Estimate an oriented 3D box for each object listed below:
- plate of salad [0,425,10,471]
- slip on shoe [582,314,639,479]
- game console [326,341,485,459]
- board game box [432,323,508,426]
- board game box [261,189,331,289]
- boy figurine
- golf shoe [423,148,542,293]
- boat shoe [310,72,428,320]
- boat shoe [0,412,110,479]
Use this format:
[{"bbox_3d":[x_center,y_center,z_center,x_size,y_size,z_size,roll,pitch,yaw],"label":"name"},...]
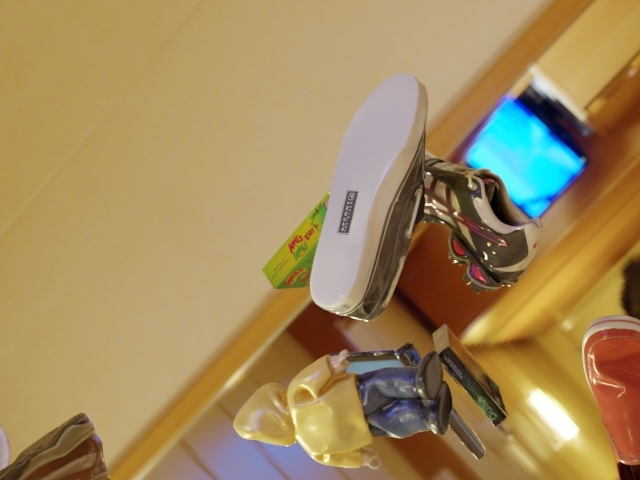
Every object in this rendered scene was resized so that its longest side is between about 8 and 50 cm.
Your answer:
[{"bbox_3d":[-0.559,0.365,2.116,0.200,0.200,0.048,55,-179,43],"label":"plate of salad"},{"bbox_3d":[0.424,0.246,1.790,0.101,0.123,0.331,-61,-45,-61],"label":"slip on shoe"},{"bbox_3d":[0.171,0.332,2.722,0.250,0.173,0.293,60,-175,33],"label":"game console"},{"bbox_3d":[0.207,0.185,1.904,0.126,0.026,0.186,50,-174,-2],"label":"board game box"},{"bbox_3d":[0.000,0.000,2.096,0.092,0.181,0.043,0,-132,-51],"label":"board game box"},{"bbox_3d":[0.026,0.226,1.785,0.177,0.285,0.092,67,-155,-22],"label":"boy figurine"},{"bbox_3d":[0.173,-0.063,1.744,0.273,0.120,0.105,46,-140,16],"label":"golf shoe"},{"bbox_3d":[0.080,-0.049,1.663,0.102,0.301,0.108,21,171,-43],"label":"boat shoe"},{"bbox_3d":[-0.371,0.339,1.798,0.120,0.122,0.324,57,-151,-3],"label":"boat shoe"}]
